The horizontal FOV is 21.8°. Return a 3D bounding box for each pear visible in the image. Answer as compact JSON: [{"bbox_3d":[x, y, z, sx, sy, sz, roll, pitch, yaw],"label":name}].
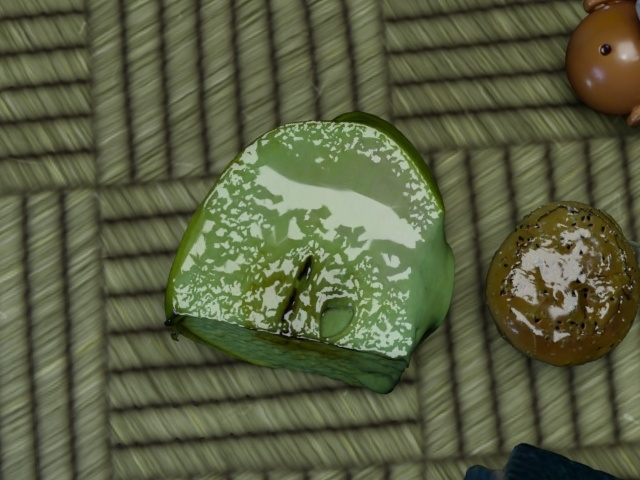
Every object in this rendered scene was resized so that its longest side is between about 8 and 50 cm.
[{"bbox_3d":[0.000,0.000,1.742,0.286,0.176,0.282,11,76,1],"label":"pear"}]

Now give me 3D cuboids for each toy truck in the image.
[{"bbox_3d":[0.386,-0.226,1.730,0.239,0.265,0.189,-16,75,-11],"label":"toy truck"}]

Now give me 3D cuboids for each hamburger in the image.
[{"bbox_3d":[0.261,0.041,1.745,0.185,0.113,0.177,-24,76,-2],"label":"hamburger"}]

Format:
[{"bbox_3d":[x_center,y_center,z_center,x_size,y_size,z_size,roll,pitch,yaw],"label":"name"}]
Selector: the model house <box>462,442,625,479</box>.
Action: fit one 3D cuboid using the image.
[{"bbox_3d":[0.256,0.339,1.600,0.298,0.284,0.243,20,74,8],"label":"model house"}]
